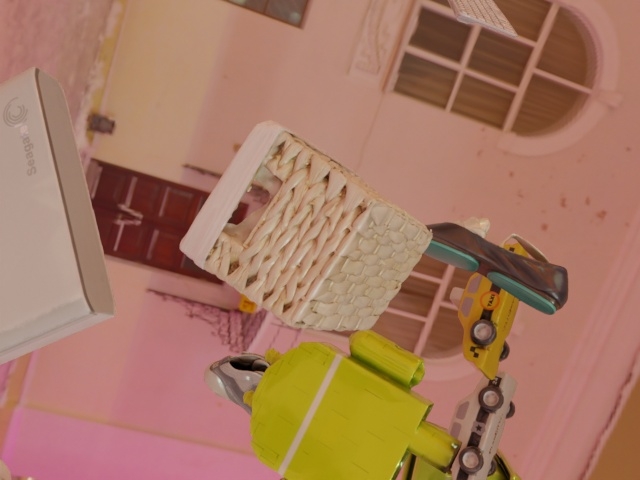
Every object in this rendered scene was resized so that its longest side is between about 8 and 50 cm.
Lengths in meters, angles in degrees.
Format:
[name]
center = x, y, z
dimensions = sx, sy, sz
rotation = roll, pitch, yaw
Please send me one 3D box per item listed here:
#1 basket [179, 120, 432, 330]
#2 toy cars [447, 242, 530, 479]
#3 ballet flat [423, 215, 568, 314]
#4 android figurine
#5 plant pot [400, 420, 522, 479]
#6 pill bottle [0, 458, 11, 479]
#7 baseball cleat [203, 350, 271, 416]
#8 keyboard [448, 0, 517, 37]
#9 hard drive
[basket]
center = 0.000, 0.000, 0.505
dimensions = 0.113, 0.103, 0.167
rotation = -56, 155, 7
[toy cars]
center = 0.232, 0.190, 1.003
dimensions = 0.176, 0.087, 0.394
rotation = -28, 125, -50
[ballet flat]
center = 0.202, 0.015, 0.810
dimensions = 0.074, 0.203, 0.074
rotation = -60, 170, -18
[android figurine]
center = 0.025, 0.231, 0.833
dimensions = 0.248, 0.273, 0.056
rotation = -65, 157, 1
[plant pot]
center = 0.259, 0.489, 1.287
dimensions = 0.228, 0.207, 0.227
rotation = 28, 76, -83
[pill bottle]
center = -0.512, 0.340, 0.967
dimensions = 0.193, 0.108, 0.108
rotation = 20, -86, 38
[baseball cleat]
center = -0.098, 0.254, 1.151
dimensions = 0.109, 0.206, 0.072
rotation = -32, -137, 29
[keyboard]
center = 0.194, -0.301, 0.857
dimensions = 0.256, 0.072, 0.014
rotation = -82, -173, -59
[hard drive]
center = -0.319, 0.019, 0.527
dimensions = 0.040, 0.307, 0.203
rotation = 35, 34, -69
